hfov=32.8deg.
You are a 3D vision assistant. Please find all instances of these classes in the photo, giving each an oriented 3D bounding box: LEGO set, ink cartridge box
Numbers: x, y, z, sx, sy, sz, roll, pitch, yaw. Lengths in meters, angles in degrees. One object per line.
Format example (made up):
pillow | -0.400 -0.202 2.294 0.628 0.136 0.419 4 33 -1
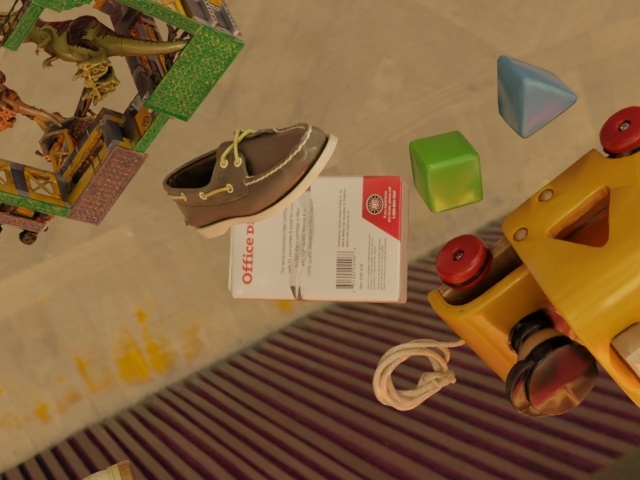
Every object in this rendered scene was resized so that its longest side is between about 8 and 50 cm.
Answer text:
LEGO set | -0.236 -0.178 0.974 0.255 0.192 0.331 8 131 -35
ink cartridge box | 0.000 0.000 1.747 0.273 0.114 0.197 1 84 11

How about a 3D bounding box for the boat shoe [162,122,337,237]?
boat shoe | -0.094 -0.082 1.317 0.091 0.305 0.109 42 58 -19

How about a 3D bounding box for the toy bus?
toy bus | 0.138 0.026 0.511 0.191 0.104 0.202 -2 122 -14

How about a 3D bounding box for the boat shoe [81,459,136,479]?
boat shoe | -0.259 0.385 1.332 0.089 0.104 0.285 -11 125 -17
